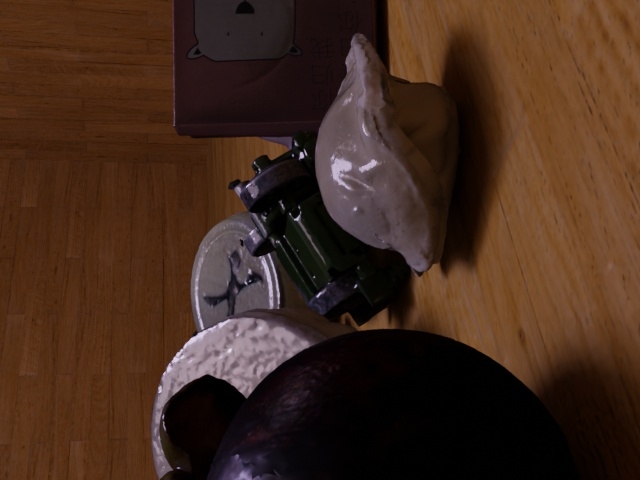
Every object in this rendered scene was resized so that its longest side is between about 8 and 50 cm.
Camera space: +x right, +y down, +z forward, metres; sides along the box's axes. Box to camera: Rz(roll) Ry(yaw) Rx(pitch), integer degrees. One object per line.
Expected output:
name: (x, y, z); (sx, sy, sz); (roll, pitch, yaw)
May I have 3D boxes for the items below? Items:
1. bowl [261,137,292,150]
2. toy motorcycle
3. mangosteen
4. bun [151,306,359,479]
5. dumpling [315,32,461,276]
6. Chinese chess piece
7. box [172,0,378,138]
bowl: (-0.063, -0.264, 1.102); (0.287, 0.144, 0.287); (180, 90, -77)
toy motorcycle: (0.000, 0.000, 0.849); (0.205, 0.127, 0.275); (56, 170, 11)
mangosteen: (0.012, 0.159, 0.437); (0.228, 0.265, 0.228); (-3, -90, -75)
bun: (-0.005, 0.179, 0.735); (0.175, 0.263, 0.263); (-9, -77, -59)
dumpling: (0.055, -0.063, 0.616); (0.136, 0.118, 0.199); (-157, 46, -79)
Chinese chess piece: (-0.085, 0.077, 1.087); (0.238, 0.092, 0.237); (3, 94, 47)
box: (-0.045, -0.215, 0.855); (0.086, 0.215, 0.215); (78, -170, -83)
